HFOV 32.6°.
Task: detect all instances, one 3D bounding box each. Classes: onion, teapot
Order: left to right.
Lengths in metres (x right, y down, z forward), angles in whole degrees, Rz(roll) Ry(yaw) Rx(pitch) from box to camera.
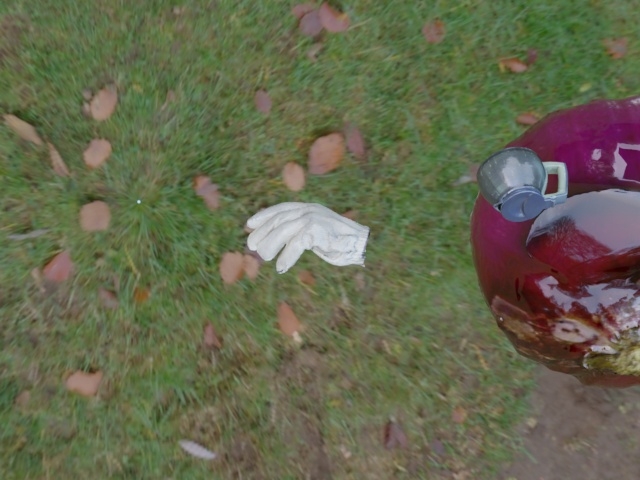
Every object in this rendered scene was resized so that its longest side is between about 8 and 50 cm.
[{"bbox_3d":[0.199,-0.052,1.061,0.088,0.066,0.057,-8,50,-3],"label":"teapot"},{"bbox_3d":[0.387,-0.047,1.415,0.399,0.420,0.398,3,132,3],"label":"onion"}]

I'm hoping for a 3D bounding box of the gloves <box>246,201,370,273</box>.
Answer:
[{"bbox_3d":[-0.001,-0.002,0.594,0.081,0.044,0.037,-1,99,7],"label":"gloves"}]
